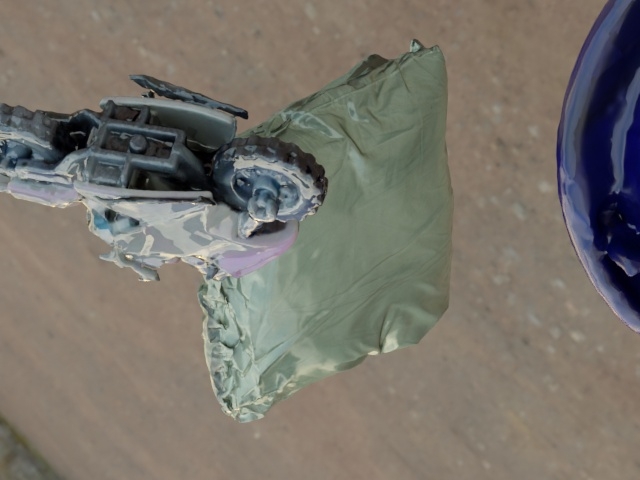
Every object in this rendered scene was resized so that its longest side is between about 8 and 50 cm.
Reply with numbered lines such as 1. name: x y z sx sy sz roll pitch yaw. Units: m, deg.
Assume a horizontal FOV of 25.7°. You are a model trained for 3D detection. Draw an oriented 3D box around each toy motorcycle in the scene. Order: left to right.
1. toy motorcycle: -0.111 -0.022 0.972 0.239 0.108 0.204 23 159 15

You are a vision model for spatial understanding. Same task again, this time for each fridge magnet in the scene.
1. fridge magnet: 0.249 -0.050 0.705 0.265 0.265 0.112 60 179 -24

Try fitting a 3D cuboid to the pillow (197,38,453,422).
1. pillow: 0.000 0.000 1.271 0.138 0.283 0.309 32 137 43
